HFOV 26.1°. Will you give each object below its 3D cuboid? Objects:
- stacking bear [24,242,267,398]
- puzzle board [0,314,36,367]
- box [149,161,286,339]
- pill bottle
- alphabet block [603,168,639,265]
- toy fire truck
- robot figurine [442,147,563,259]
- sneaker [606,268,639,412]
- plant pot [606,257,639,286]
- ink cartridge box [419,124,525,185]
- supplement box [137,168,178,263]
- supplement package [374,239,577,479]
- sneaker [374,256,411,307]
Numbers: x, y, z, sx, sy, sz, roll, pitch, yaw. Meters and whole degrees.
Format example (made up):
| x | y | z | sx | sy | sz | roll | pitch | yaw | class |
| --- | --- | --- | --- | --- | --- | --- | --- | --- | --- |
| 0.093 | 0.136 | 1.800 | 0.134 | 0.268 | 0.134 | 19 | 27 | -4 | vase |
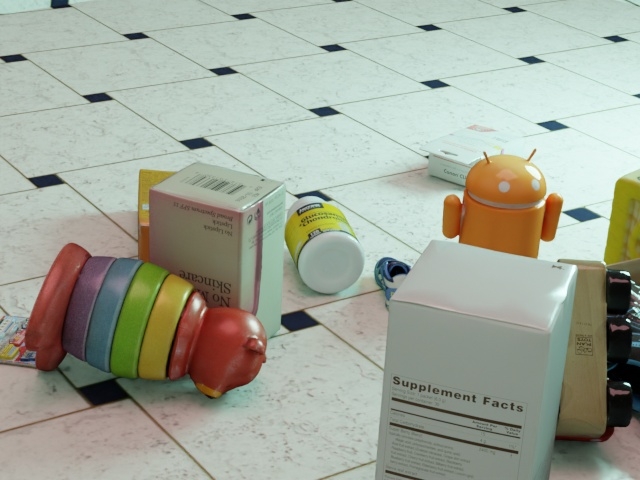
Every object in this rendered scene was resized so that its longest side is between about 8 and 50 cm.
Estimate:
| x | y | z | sx | sy | sz | roll | pitch | yaw | class |
| --- | --- | --- | --- | --- | --- | --- | --- | --- | --- |
| -0.211 | 0.117 | 1.780 | 0.289 | 0.164 | 0.175 | 16 | -19 | 2 | stacking bear |
| -0.412 | 0.135 | 1.891 | 0.096 | 0.011 | 0.128 | 7 | 24 | 8 | puzzle board |
| -0.143 | 0.029 | 1.889 | 0.149 | 0.232 | 0.127 | 14 | 27 | 23 | box |
| 0.000 | 0.000 | 2.129 | 0.103 | 0.103 | 0.184 | -3 | 25 | -12 | pill bottle |
| 0.568 | -0.009 | 2.110 | 0.192 | 0.193 | 0.197 | 22 | 31 | 39 | alphabet block |
| 0.294 | 0.155 | 1.770 | 0.158 | 0.217 | 0.246 | 3 | -18 | 0 | toy fire truck |
| 0.274 | -0.036 | 2.099 | 0.158 | 0.219 | 0.128 | 16 | 27 | 24 | robot figurine |
| 0.394 | 0.135 | 1.852 | 0.140 | 0.125 | 0.341 | -16 | 28 | -27 | sneaker |
| 0.476 | 0.092 | 1.989 | 0.109 | 0.096 | 0.109 | -11 | 28 | -27 | plant pot |
| 0.277 | -0.151 | 2.545 | 0.115 | 0.067 | 0.198 | 20 | 28 | 34 | ink cartridge box |
| -0.256 | -0.039 | 2.217 | 0.080 | 0.078 | 0.233 | -1 | 25 | -9 | supplement box |
| 0.170 | 0.174 | 1.528 | 0.175 | 0.293 | 0.177 | 11 | 25 | 16 | supplement package |
| 0.115 | 0.052 | 2.081 | 0.053 | 0.059 | 0.144 | -3 | 24 | -9 | sneaker |
